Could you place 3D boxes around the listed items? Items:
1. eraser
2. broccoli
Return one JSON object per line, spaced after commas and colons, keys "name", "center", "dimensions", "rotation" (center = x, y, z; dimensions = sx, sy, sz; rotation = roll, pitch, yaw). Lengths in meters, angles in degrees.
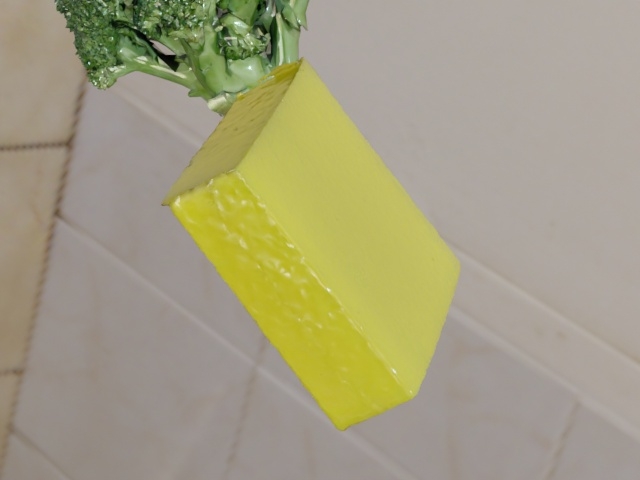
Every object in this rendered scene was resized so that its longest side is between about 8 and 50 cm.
{"name": "eraser", "center": [0.000, 0.000, 0.709], "dimensions": [0.122, 0.045, 0.097], "rotation": [52, 34, -19]}
{"name": "broccoli", "center": [-0.079, -0.167, 1.127], "dimensions": [0.195, 0.195, 0.156], "rotation": [-41, 103, -20]}
